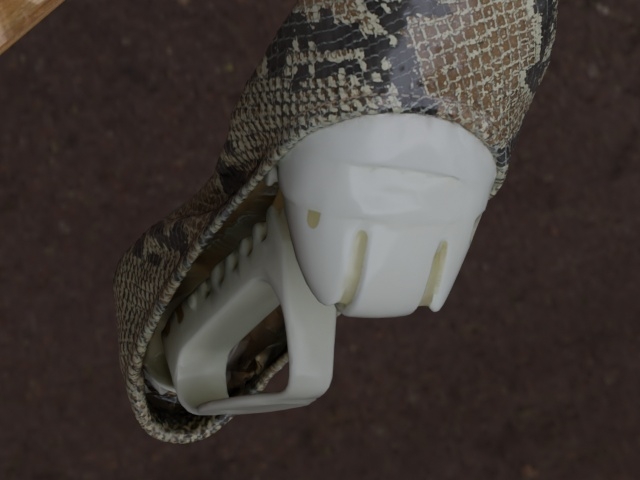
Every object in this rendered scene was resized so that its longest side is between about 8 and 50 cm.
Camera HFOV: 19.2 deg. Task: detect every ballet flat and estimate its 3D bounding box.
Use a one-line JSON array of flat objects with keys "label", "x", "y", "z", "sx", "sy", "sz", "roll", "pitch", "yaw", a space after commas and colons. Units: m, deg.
[{"label": "ballet flat", "x": 0.000, "y": 0.000, "z": 1.114, "sx": 0.164, "sy": 0.182, "sz": 0.483, "roll": 14, "pitch": 148, "yaw": -21}]

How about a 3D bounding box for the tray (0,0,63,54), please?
[{"label": "tray", "x": -0.172, "y": -0.126, "z": 0.557, "sx": 0.411, "sy": 0.076, "sz": 0.203, "roll": -42, "pitch": 110, "yaw": -9}]
